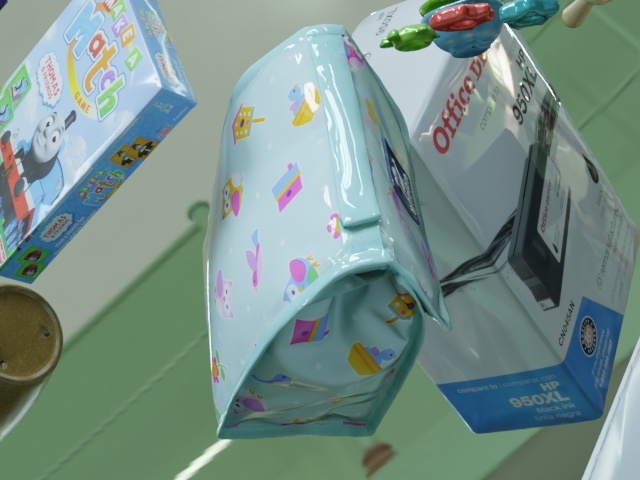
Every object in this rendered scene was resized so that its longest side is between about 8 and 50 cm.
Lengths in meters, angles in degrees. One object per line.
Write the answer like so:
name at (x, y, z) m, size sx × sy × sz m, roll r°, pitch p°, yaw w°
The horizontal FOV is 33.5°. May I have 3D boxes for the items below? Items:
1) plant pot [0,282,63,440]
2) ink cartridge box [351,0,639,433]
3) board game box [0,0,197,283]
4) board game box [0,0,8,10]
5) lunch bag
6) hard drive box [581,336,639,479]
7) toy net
plant pot at (-0.423, 0.145, 1.262) m, size 0.237 × 0.237 × 0.254 m, roll 3°, pitch -21°, yaw -44°
ink cartridge box at (0.166, -0.032, 1.124) m, size 0.166 × 0.285 × 0.395 m, roll -15°, pitch -54°, yaw 38°
board game box at (-0.192, -0.093, 0.820) m, size 0.211 × 0.160 × 0.039 m, roll -42°, pitch -39°, yaw 24°
board game box at (-0.532, -0.305, 1.435) m, size 0.141 × 0.048 × 0.170 m, roll 40°, pitch -109°, yaw -19°
lunch bag at (0.000, 0.000, 0.797) m, size 0.160 × 0.223 × 0.262 m, roll 2°, pitch -35°, yaw -15°
hard drive box at (0.183, 0.119, 0.496) m, size 0.232 × 0.089 × 0.181 m, roll -62°, pitch -29°, yaw -21°
toy net at (0.157, -0.179, 0.749) m, size 0.232 × 0.045 × 0.122 m, roll -13°, pitch -8°, yaw 39°
